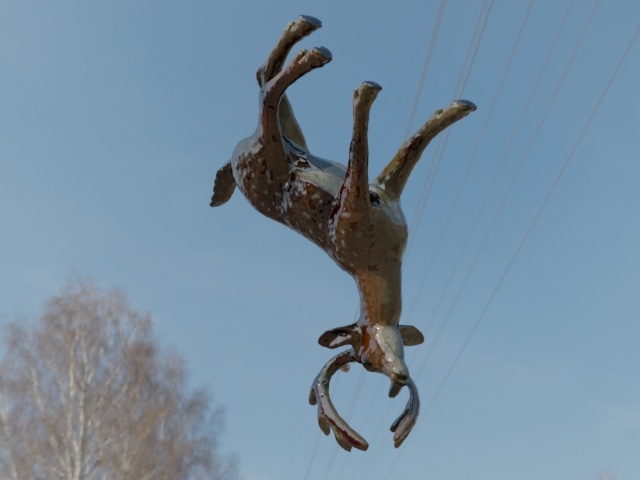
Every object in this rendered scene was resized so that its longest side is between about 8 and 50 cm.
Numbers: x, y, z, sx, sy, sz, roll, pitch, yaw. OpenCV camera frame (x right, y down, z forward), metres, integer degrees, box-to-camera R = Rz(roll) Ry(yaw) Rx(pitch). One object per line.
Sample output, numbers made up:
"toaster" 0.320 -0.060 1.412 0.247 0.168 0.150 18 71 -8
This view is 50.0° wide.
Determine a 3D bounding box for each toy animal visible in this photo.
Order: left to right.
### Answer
"toy animal" 0.016 -0.003 0.503 0.087 0.243 0.260 -14 -45 -38
